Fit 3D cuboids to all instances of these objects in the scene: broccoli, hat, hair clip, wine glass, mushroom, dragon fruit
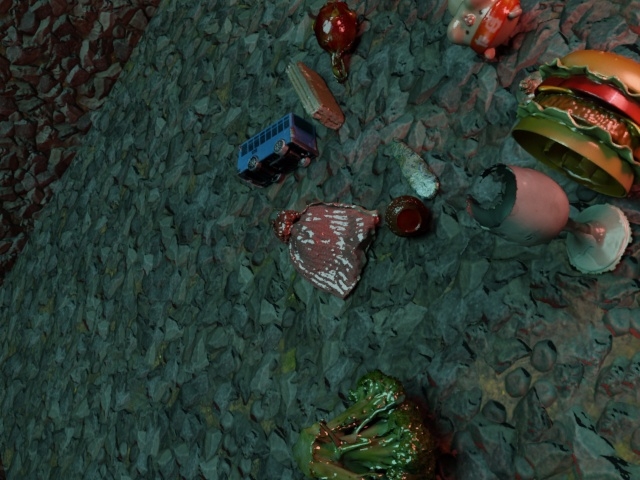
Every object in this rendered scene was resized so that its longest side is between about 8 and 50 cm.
[{"bbox_3d":[0.096,0.423,1.515,0.321,0.284,0.303,-161,82,-67],"label":"broccoli"},{"bbox_3d":[0.000,0.000,1.923,0.286,0.107,0.236,21,89,25],"label":"hat"},{"bbox_3d":[0.217,-0.183,1.826,0.066,0.036,0.229,-43,46,17],"label":"hair clip"},{"bbox_3d":[0.409,-0.040,1.350,0.143,0.321,0.143,-30,51,44],"label":"wine glass"},{"bbox_3d":[0.448,-0.322,1.603,0.085,0.079,0.085,-25,54,41],"label":"mushroom"},{"bbox_3d":[0.047,-0.558,2.128,0.126,0.125,0.246,-4,87,32],"label":"dragon fruit"}]

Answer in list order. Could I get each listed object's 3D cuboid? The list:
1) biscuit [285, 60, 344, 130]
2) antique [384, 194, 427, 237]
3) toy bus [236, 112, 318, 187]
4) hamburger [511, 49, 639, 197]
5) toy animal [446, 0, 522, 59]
[{"bbox_3d":[-0.017,-0.408,2.119,0.062,0.108,0.238,-45,46,21],"label":"biscuit"},{"bbox_3d":[0.197,-0.056,1.747,0.104,0.104,0.104,-21,59,40],"label":"antique"},{"bbox_3d":[-0.128,-0.256,2.171,0.234,0.116,0.133,-26,56,36],"label":"toy bus"},{"bbox_3d":[0.502,-0.226,1.369,0.274,0.274,0.212,35,93,48],"label":"hamburger"},{"bbox_3d":[0.367,-0.517,1.724,0.171,0.171,0.197,-43,43,27],"label":"toy animal"}]
